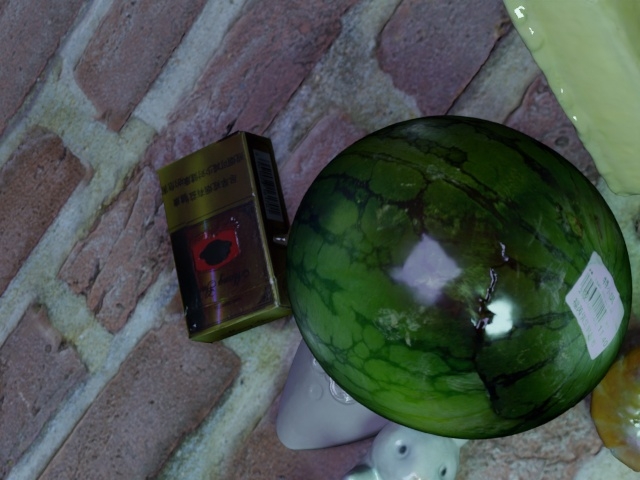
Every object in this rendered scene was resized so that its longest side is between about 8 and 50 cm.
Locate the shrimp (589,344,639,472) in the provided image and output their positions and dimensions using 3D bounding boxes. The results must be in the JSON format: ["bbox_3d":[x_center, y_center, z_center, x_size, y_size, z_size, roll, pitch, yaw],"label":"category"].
[{"bbox_3d":[0.387,0.152,1.281,0.249,0.068,0.150,-38,78,30],"label":"shrimp"}]

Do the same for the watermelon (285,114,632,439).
[{"bbox_3d":[0.138,0.037,1.296,0.363,0.363,0.363,-4,82,34],"label":"watermelon"}]

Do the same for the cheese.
[{"bbox_3d":[0.290,-0.249,1.216,0.104,0.384,0.383,1,85,39],"label":"cheese"}]

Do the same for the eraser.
[{"bbox_3d":[0.030,0.163,1.515,0.243,0.059,0.204,-47,62,16],"label":"eraser"}]

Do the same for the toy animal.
[{"bbox_3d":[0.093,0.268,1.413,0.141,0.138,0.282,30,110,-8],"label":"toy animal"}]

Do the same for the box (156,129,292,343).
[{"bbox_3d":[-0.119,-0.003,1.633,0.159,0.071,0.240,-20,73,29],"label":"box"}]

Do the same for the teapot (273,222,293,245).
[{"bbox_3d":[0.000,0.000,1.549,0.121,0.068,0.076,1,84,32],"label":"teapot"}]
